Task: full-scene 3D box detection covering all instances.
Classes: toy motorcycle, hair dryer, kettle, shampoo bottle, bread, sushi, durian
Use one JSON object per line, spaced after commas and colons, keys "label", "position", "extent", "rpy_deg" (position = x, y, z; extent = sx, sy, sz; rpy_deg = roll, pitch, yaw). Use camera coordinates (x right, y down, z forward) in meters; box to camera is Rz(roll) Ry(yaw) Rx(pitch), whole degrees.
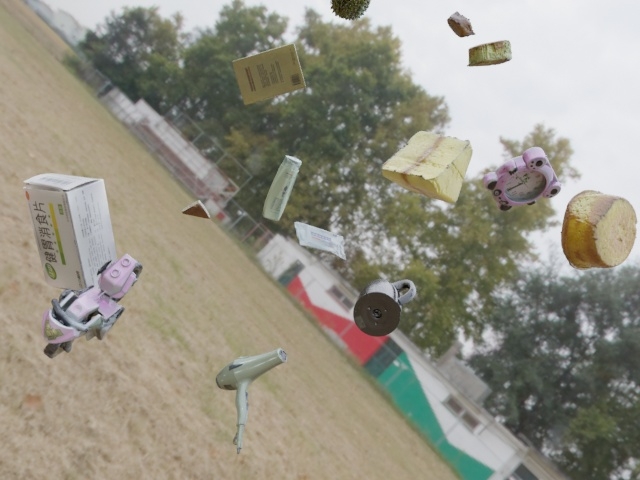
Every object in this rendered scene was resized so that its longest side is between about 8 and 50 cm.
{"label": "toy motorcycle", "position": [-0.587, 0.165, 1.457], "extent": [0.143, 0.327, 0.188], "rpy_deg": [39, -19, 5]}
{"label": "hair dryer", "position": [-0.131, 0.306, 1.154], "extent": [0.067, 0.167, 0.199], "rpy_deg": [44, 13, -40]}
{"label": "kettle", "position": [0.205, 0.187, 1.812], "extent": [0.143, 0.202, 0.232], "rpy_deg": [61, 14, -8]}
{"label": "shampoo bottle", "position": [-0.125, -0.167, 1.827], "extent": [0.072, 0.212, 0.049], "rpy_deg": [14, 19, -28]}
{"label": "bread", "position": [0.388, -0.298, 2.075], "extent": [0.264, 0.235, 0.198], "rpy_deg": [23, 0, 43]}
{"label": "sushi", "position": [0.431, -0.656, 1.727], "extent": [0.061, 0.060, 0.117], "rpy_deg": [78, -14, -71]}
{"label": "durian", "position": [0.114, -0.813, 1.907], "extent": [0.095, 0.137, 0.220], "rpy_deg": [59, -29, 20]}
{"label": "bread", "position": [0.887, -0.027, 1.810], "extent": [0.268, 0.268, 0.146], "rpy_deg": [47, -15, -24]}
{"label": "bread", "position": [0.550, -0.604, 1.836], "extent": [0.128, 0.141, 0.069], "rpy_deg": [-128, -150, -76]}
{"label": "bread", "position": [-0.462, -0.120, 2.138], "extent": [0.109, 0.062, 0.043], "rpy_deg": [13, 22, -16]}

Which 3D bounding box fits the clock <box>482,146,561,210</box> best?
{"label": "clock", "position": [0.773, -0.227, 2.190], "extent": [0.227, 0.248, 0.090], "rpy_deg": [47, 29, -34]}

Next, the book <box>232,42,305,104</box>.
{"label": "book", "position": [-0.181, -0.585, 2.007], "extent": [0.026, 0.231, 0.161], "rpy_deg": [-65, 141, -79]}

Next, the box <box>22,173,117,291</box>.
{"label": "box", "position": [-0.723, -0.026, 1.660], "extent": [0.173, 0.332, 0.145], "rpy_deg": [7, 24, 22]}

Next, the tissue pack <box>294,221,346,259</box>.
{"label": "tissue pack", "position": [0.000, 0.000, 1.999], "extent": [0.193, 0.026, 0.122], "rpy_deg": [19, 38, -21]}
